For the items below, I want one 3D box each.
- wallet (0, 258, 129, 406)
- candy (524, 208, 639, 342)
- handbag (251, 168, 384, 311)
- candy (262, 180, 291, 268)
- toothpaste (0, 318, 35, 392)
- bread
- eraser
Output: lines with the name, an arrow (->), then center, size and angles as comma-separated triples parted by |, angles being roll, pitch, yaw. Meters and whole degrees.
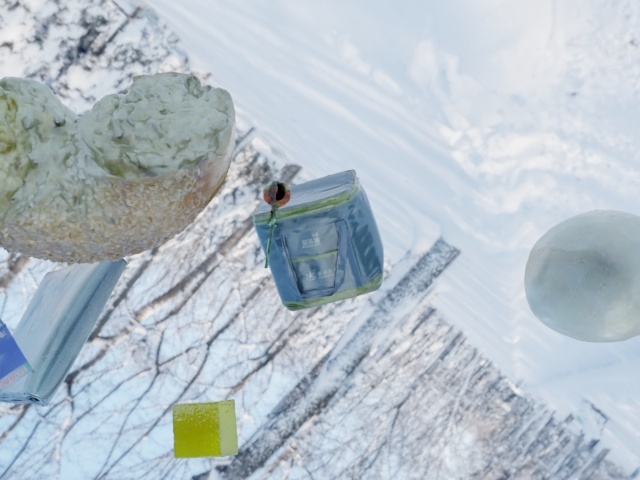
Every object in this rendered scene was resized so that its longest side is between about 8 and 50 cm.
wallet -> -0.445, 0.146, 0.999 | 0.054, 0.251, 0.291 | 38, 148, -30
candy -> 0.548, 0.065, 1.186 | 0.295, 0.295, 0.185 | 42, -171, 29
handbag -> 0.000, 0.000, 1.344 | 0.222, 0.263, 0.240 | -69, -38, -65
candy -> -0.091, -0.032, 1.146 | 0.056, 0.184, 0.049 | 6, 156, -1
toothpaste -> -0.329, 0.142, 0.391 | 0.053, 0.272, 0.066 | 30, 142, 30
bread -> -0.249, -0.058, 0.618 | 0.315, 0.192, 0.171 | -2, -127, -20
eraser -> -0.205, 0.334, 1.069 | 0.045, 0.123, 0.097 | 14, -113, -51
